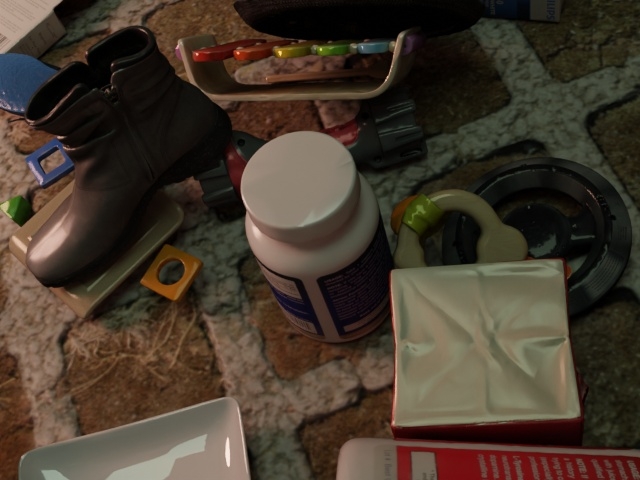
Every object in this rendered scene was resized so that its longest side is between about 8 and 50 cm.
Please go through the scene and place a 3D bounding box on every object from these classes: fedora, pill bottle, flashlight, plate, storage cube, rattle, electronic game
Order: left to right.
[{"bbox_3d":[-0.199,0.339,1.120,0.277,0.045,0.277,-16,58,4],"label":"plate"},{"bbox_3d":[-0.020,-0.130,1.324,0.304,0.103,0.103,-18,55,3],"label":"flashlight"},{"bbox_3d":[0.000,0.000,1.146,0.153,0.264,0.153,-5,59,9],"label":"pill bottle"},{"bbox_3d":[0.051,-0.357,1.310,0.334,0.334,0.152,1,92,13],"label":"fedora"},{"bbox_3d":[0.185,0.015,1.193,0.200,0.143,0.130,13,77,-3],"label":"rattle"},{"bbox_3d":[0.179,0.145,1.065,0.215,0.193,0.183,-4,59,11],"label":"storage cube"},{"bbox_3d":[0.262,-0.002,1.217,0.229,0.048,0.229,-9,59,16],"label":"electronic game"},{"bbox_3d":[0.215,0.306,0.926,0.408,0.229,0.228,2,60,2],"label":"pill bottle"}]

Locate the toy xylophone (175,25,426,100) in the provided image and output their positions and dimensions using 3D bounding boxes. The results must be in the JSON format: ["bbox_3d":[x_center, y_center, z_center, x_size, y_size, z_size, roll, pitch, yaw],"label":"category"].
[{"bbox_3d":[-0.020,-0.238,1.323,0.323,0.081,0.236,-1,15,8],"label":"toy xylophone"}]

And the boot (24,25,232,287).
[{"bbox_3d":[-0.290,-0.104,1.217,0.338,0.223,0.118,-45,55,4],"label":"boot"}]

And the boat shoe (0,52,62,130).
[{"bbox_3d":[-0.390,-0.200,1.458,0.258,0.089,0.109,21,79,17],"label":"boat shoe"}]

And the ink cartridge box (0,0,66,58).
[{"bbox_3d":[-0.510,-0.408,1.619,0.275,0.060,0.239,34,71,28],"label":"ink cartridge box"}]

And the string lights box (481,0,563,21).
[{"bbox_3d":[0.228,-0.399,1.441,0.260,0.076,0.133,8,61,17],"label":"string lights box"}]

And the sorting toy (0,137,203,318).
[{"bbox_3d":[-0.299,-0.007,1.346,0.348,0.047,0.196,37,78,28],"label":"sorting toy"}]
